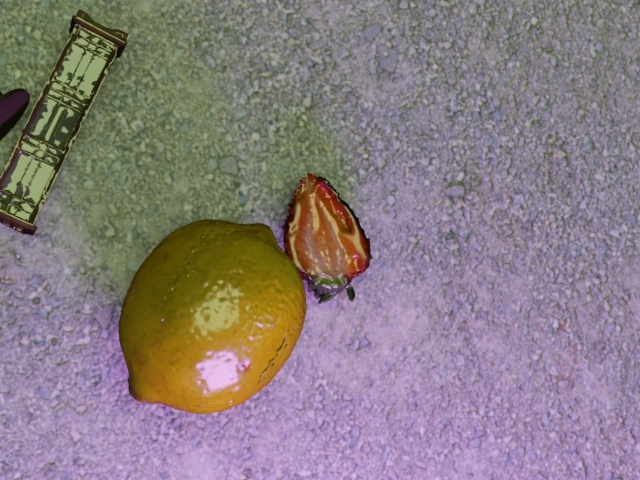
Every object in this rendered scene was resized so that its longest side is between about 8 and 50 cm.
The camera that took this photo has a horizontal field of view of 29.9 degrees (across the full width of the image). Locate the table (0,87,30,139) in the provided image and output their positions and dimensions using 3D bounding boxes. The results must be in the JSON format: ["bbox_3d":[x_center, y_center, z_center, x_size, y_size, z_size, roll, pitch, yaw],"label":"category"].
[{"bbox_3d":[-0.549,-0.231,1.688,0.226,0.167,0.167,46,75,1],"label":"table"}]

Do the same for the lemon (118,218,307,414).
[{"bbox_3d":[-0.160,0.111,1.713,0.258,0.258,0.310,40,73,-10],"label":"lemon"}]

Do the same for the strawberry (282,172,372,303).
[{"bbox_3d":[0.000,0.004,1.858,0.140,0.085,0.192,-45,98,-14],"label":"strawberry"}]

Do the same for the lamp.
[{"bbox_3d":[-0.390,-0.171,1.755,0.090,0.089,0.325,27,78,-12],"label":"lamp"}]
